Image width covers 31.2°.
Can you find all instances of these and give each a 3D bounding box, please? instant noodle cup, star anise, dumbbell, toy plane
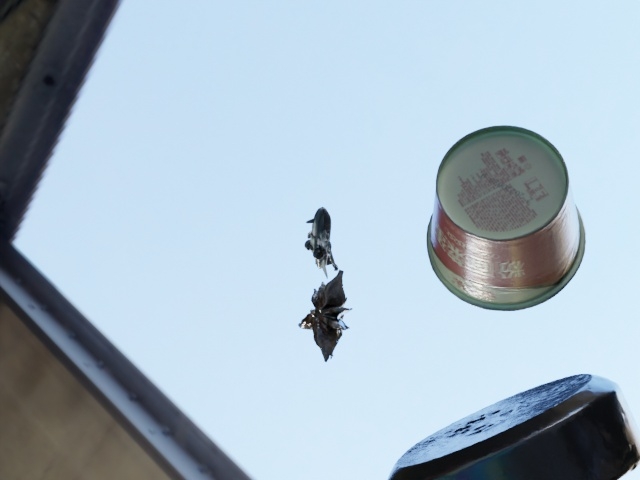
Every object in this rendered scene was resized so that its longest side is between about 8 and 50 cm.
[{"bbox_3d":[0.255,-0.040,1.605,0.235,0.234,0.178,-45,-26,-12],"label":"instant noodle cup"},{"bbox_3d":[0.012,0.102,1.745,0.056,0.124,0.129,11,-69,-31],"label":"star anise"},{"bbox_3d":[0.149,0.206,0.689,0.152,0.152,0.218,-21,-95,-33],"label":"dumbbell"},{"bbox_3d":[0.000,0.000,1.309,0.031,0.078,0.083,-18,-56,-18],"label":"toy plane"}]
